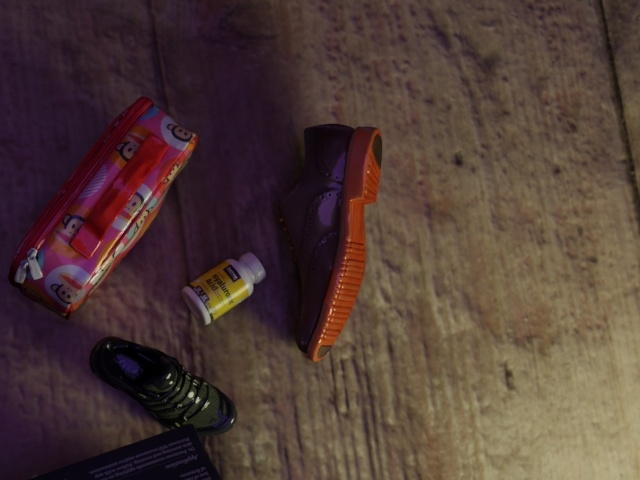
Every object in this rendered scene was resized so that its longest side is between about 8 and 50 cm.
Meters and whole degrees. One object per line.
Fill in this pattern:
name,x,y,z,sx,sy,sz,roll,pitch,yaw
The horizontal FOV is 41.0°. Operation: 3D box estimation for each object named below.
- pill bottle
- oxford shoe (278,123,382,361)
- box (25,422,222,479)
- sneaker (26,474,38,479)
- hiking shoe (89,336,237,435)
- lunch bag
pill bottle,-0.140,0.067,1.258,0.116,0.065,0.065,-35,93,-22
oxford shoe,0.000,0.000,1.311,0.132,0.130,0.364,10,83,16
box,-0.244,0.431,0.992,0.343,0.179,0.312,-13,46,-30
sneaker,-0.463,0.348,1.097,0.212,0.080,0.094,0,69,-27
hiking shoe,-0.213,0.207,1.180,0.227,0.114,0.086,30,73,-13
lunch bag,-0.281,-0.040,1.122,0.120,0.258,0.293,36,71,-11
